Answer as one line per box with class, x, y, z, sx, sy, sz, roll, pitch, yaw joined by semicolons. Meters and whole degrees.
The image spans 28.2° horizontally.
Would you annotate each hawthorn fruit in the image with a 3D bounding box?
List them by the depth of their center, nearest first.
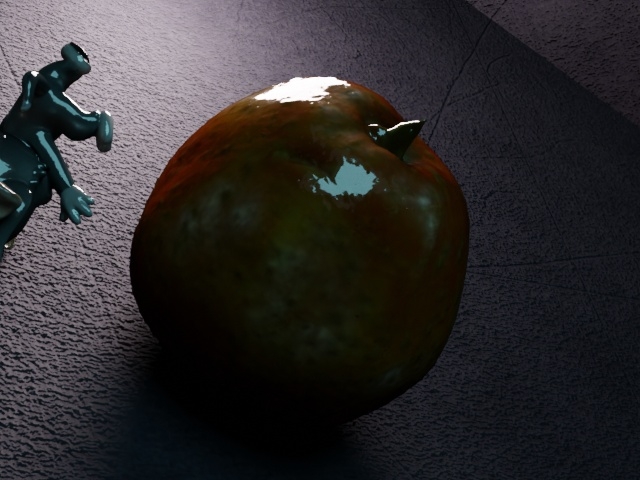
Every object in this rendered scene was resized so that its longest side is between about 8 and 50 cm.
hawthorn fruit;0.000;0.000;1.467;0.403;0.403;0.403;26;31;-17

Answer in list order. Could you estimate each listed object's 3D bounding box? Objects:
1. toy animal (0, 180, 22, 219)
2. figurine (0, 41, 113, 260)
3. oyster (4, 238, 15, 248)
toy animal;-0.433;-0.008;1.238;0.166;0.154;0.250;40;57;-4
figurine;-0.324;-0.094;1.397;0.193;0.265;0.140;32;3;27
oyster;-0.369;-0.024;1.475;0.051;0.034;0.093;10;47;-12
